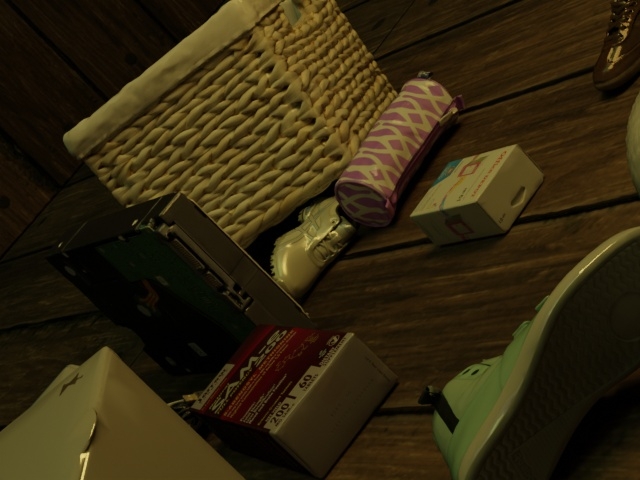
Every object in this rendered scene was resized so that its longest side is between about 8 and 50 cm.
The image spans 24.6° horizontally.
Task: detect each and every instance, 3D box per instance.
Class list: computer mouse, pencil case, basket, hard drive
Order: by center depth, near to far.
[{"bbox_3d":[-0.150,0.202,1.681,0.106,0.042,0.193,-13,-9,-32],"label":"computer mouse"},{"bbox_3d":[-0.174,0.059,1.760,0.064,0.237,0.339,-53,19,-24],"label":"hard drive"},{"bbox_3d":[0.099,-0.109,1.799,0.088,0.086,0.206,15,56,31],"label":"pencil case"},{"bbox_3d":[-0.101,-0.170,1.979,0.331,0.266,0.328,-36,7,25],"label":"basket"}]

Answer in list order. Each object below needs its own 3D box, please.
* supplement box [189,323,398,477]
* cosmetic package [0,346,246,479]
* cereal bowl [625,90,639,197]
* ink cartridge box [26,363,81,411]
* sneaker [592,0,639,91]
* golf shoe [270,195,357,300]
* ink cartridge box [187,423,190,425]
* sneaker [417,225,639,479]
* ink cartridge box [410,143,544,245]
[{"bbox_3d":[-0.033,0.158,1.503,0.130,0.073,0.239,-51,18,-17],"label":"supplement box"},{"bbox_3d":[-0.059,0.264,0.853,0.155,0.365,0.197,-39,18,16],"label":"cosmetic package"},{"bbox_3d":[0.367,-0.142,1.113,0.339,0.141,0.339,-38,10,8],"label":"cereal bowl"},{"bbox_3d":[-0.146,0.267,1.188,0.198,0.270,0.197,-50,20,-17],"label":"ink cartridge box"},{"bbox_3d":[0.336,-0.243,1.588,0.188,0.071,0.066,-52,20,-24],"label":"sneaker"},{"bbox_3d":[0.000,0.000,1.796,0.086,0.069,0.176,-20,31,40],"label":"golf shoe"},{"bbox_3d":[-0.231,0.307,1.628,0.235,0.056,0.171,-25,26,43],"label":"ink cartridge box"},{"bbox_3d":[0.172,0.084,1.152,0.256,0.094,0.151,-54,17,3],"label":"sneaker"},{"bbox_3d":[0.166,-0.047,1.556,0.088,0.052,0.122,-53,21,-25],"label":"ink cartridge box"}]
